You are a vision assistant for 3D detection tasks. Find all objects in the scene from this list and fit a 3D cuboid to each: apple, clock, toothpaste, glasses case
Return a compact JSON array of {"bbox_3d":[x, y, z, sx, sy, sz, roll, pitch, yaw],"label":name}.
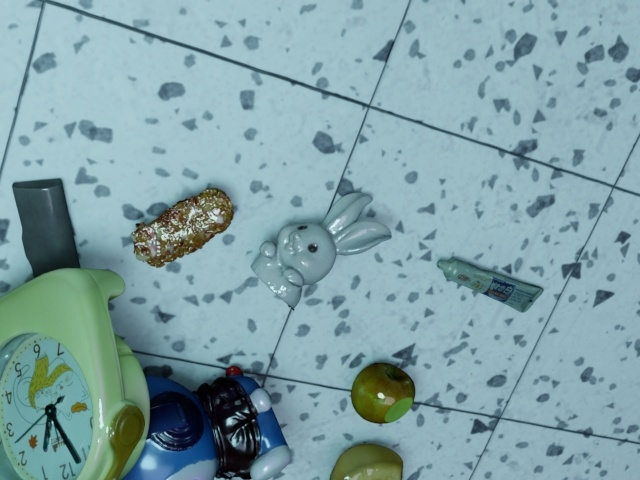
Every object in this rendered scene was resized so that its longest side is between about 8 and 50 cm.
[{"bbox_3d":[0.109,0.272,1.481,0.114,0.099,0.102,1,124,-45],"label":"apple"},{"bbox_3d":[-0.366,0.233,1.171,0.286,0.117,0.349,-25,77,25],"label":"clock"},{"bbox_3d":[0.299,0.076,1.486,0.233,0.038,0.060,21,109,-27],"label":"toothpaste"},{"bbox_3d":[-0.404,0.003,1.241,0.072,0.042,0.191,-7,115,-5],"label":"glasses case"}]

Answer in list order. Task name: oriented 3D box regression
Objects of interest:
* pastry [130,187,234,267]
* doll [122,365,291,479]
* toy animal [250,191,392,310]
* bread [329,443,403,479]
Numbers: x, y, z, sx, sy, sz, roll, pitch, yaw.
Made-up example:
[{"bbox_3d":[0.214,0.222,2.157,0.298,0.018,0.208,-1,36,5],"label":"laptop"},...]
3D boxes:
[{"bbox_3d":[-0.209,-0.022,1.278,0.169,0.063,0.087,-27,109,2],"label":"pastry"},{"bbox_3d":[-0.233,0.325,1.332,0.309,0.240,0.284,-15,155,-26],"label":"doll"},{"bbox_3d":[-0.001,0.003,1.317,0.220,0.104,0.131,-41,147,3],"label":"toy animal"},{"bbox_3d":[0.078,0.477,1.560,0.147,0.098,0.217,0,115,-18],"label":"bread"}]
